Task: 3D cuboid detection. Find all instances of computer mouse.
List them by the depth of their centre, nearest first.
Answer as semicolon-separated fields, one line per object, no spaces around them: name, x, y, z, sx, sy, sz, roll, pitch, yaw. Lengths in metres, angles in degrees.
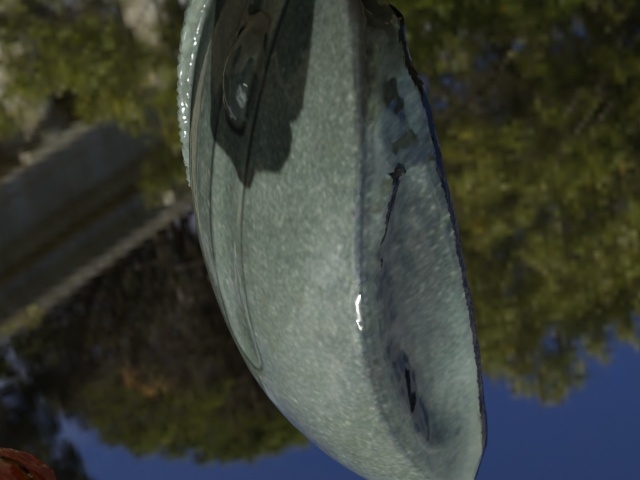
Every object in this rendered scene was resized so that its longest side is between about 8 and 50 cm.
computer mouse;-0.002;0.002;1.028;0.114;0.374;0.203;-25;-148;-16

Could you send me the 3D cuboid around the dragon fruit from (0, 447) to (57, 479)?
dragon fruit;-0.122;0.147;0.826;0.083;0.162;0.106;-14;-167;14
